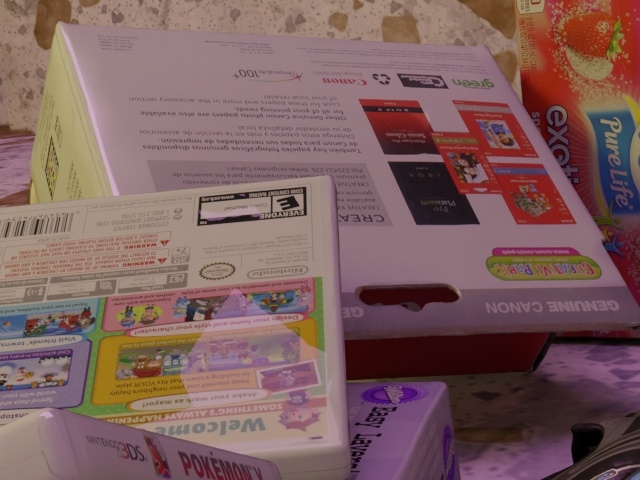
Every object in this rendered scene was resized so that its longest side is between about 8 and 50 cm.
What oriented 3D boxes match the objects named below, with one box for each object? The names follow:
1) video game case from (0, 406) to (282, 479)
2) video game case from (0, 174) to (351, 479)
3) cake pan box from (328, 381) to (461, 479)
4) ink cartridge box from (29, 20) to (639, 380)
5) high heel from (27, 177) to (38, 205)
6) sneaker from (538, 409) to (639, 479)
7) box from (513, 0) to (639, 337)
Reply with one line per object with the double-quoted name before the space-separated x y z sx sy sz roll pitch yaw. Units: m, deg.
"video game case" -0.125 0.103 0.394 0.201 0.023 0.183 -23 -17 8
"video game case" -0.095 0.043 0.623 0.213 0.023 0.193 -5 38 3
"cake pan box" -0.075 0.130 0.612 0.246 0.070 0.267 -1 11 16
"ink cartridge box" 0.000 0.000 0.839 0.310 0.130 0.271 0 44 -23
"high heel" -0.172 -0.036 1.064 0.093 0.261 0.186 14 12 -5
"sneaker" 0.162 0.098 0.640 0.078 0.067 0.188 11 22 41
"box" 0.226 -0.065 0.968 0.128 0.256 0.123 0 10 29
